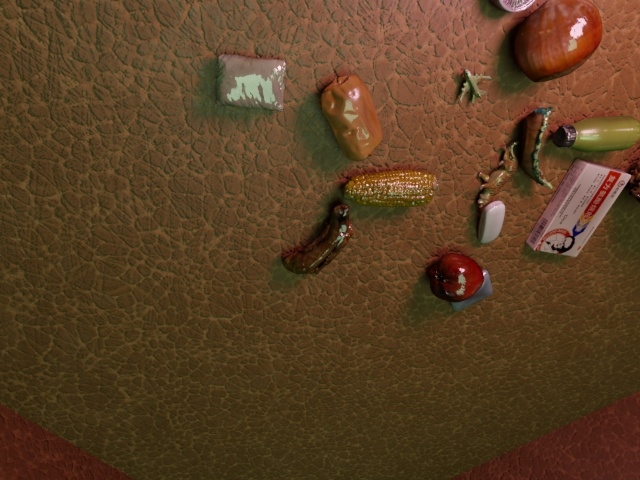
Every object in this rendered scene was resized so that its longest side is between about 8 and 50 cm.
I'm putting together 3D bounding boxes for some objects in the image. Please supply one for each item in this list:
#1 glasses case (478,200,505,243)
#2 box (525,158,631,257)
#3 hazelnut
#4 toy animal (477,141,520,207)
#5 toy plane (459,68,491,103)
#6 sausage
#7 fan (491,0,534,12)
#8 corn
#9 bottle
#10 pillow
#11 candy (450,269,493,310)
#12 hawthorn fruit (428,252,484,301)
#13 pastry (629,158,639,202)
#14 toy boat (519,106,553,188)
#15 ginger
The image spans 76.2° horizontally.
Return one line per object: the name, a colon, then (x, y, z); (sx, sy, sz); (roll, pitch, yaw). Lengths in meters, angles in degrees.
glasses case: (0.606, -0.062, 1.450); (0.076, 0.049, 0.197); (-21, 140, -3)
box: (0.945, -0.110, 1.509); (0.214, 0.069, 0.353); (8, 121, -18)
hazelnut: (0.637, -0.542, 1.100); (0.214, 0.176, 0.214); (-2, 125, -2)
toy animal: (0.593, -0.219, 1.370); (0.099, 0.057, 0.241); (21, 113, -31)
toy plane: (0.442, -0.455, 1.192); (0.102, 0.040, 0.111); (-40, 121, 11)
sausage: (0.090, -0.334, 1.140); (0.136, 0.120, 0.241); (-18, 125, 12)
fan: (0.459, -0.687, 1.031); (0.244, 0.074, 0.130); (27, 113, -25)
corn: (0.225, -0.163, 1.281); (0.321, 0.119, 0.119); (-1, 121, -12)
bottle: (0.884, -0.342, 1.320); (0.260, 0.112, 0.112); (-5, 122, -10)
pillow: (-0.182, -0.406, 1.061); (0.181, 0.078, 0.134); (1, 118, -10)
candy: (0.592, 0.199, 1.614); (0.174, 0.071, 0.138); (-26, 123, 4)
hawthorn fruit: (0.508, 0.135, 1.506); (0.202, 0.185, 0.185); (-6, 124, -30)
pastry: (1.296, -0.211, 1.360); (0.405, 0.337, 0.292); (-40, 143, 14)
toy boat: (0.699, -0.285, 1.322); (0.099, 0.108, 0.293); (-5, 128, 23)
ginger: (0.007, 0.013, 1.351); (0.309, 0.107, 0.133); (-42, 98, 15)
